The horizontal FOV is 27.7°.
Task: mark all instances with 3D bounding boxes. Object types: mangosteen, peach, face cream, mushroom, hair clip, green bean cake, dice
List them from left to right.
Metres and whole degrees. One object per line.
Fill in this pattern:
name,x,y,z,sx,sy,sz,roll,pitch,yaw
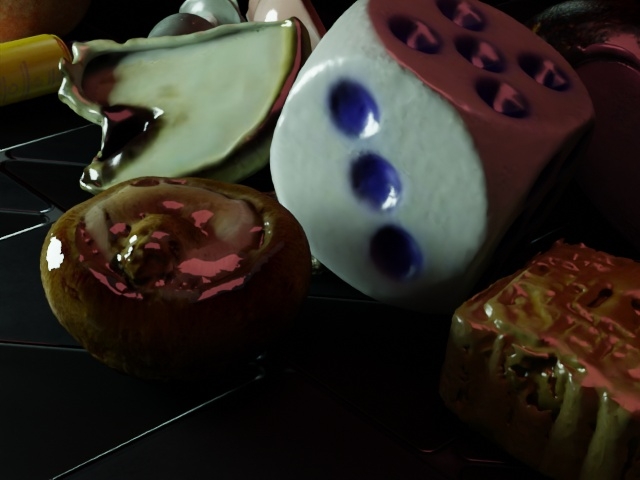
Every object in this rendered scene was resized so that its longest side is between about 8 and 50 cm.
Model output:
peach,-0.435,-0.390,1.809,0.252,0.252,0.252,5,30,-3
face cream,-0.386,-0.221,1.678,0.273,0.078,0.078,-23,41,-39
mushroom,-0.135,0.029,1.221,0.253,0.153,0.253,4,33,-3
mushroom,-0.155,-0.122,1.507,0.291,0.212,0.218,0,68,0
dice,0.114,-0.093,1.318,0.251,0.259,0.243,38,39,16
green bean cake,0.251,0.108,1.177,0.224,0.131,0.229,27,37,29
mangosteen,0.328,-0.146,1.513,0.288,0.288,0.288,5,30,-3
hair clip,0.357,-0.050,1.355,0.359,0.110,0.095,47,67,-6

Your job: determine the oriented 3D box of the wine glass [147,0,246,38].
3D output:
wine glass,-0.181,-0.264,1.773,0.103,0.103,0.222,12,31,10

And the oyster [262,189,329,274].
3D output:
oyster,-0.006,-0.005,1.397,0.177,0.056,0.105,26,43,9

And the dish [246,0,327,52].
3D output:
dish,-0.041,-0.280,1.795,0.090,0.213,0.213,-28,32,7
